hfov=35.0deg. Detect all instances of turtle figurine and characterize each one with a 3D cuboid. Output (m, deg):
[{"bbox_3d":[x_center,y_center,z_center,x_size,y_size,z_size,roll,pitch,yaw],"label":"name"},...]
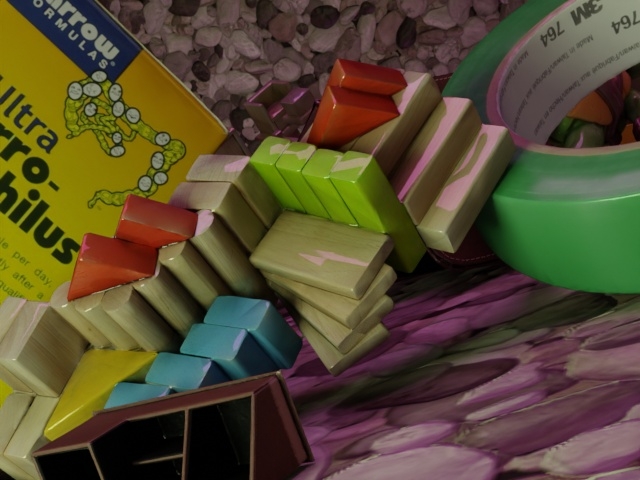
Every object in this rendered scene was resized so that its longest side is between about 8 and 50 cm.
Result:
[{"bbox_3d":[0.239,-0.132,0.867,0.266,0.198,0.275,-47,26,-24],"label":"turtle figurine"}]

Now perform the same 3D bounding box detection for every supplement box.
[{"bbox_3d":[-0.266,0.002,0.711,0.194,0.195,0.356,-14,37,56],"label":"supplement box"}]

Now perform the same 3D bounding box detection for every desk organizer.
[{"bbox_3d":[-0.074,0.103,0.489,0.130,0.047,0.050,-17,6,34],"label":"desk organizer"}]

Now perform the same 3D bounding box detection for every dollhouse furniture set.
[{"bbox_3d":[-0.023,-0.048,1.314,0.303,0.174,0.355,-46,33,-21],"label":"dollhouse furniture set"}]

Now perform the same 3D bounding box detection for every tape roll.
[{"bbox_3d":[0.233,-0.103,0.662,0.321,0.077,0.321,-24,31,15],"label":"tape roll"}]

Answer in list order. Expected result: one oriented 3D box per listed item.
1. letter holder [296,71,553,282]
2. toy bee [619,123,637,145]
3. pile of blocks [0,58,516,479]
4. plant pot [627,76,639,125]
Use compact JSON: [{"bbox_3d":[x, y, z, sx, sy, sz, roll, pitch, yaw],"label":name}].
[{"bbox_3d":[0.140,-0.037,1.005,0.302,0.214,0.152,-19,-30,-38],"label":"letter holder"},{"bbox_3d":[0.343,-0.123,1.347,0.195,0.162,0.298,-6,35,38],"label":"toy bee"},{"bbox_3d":[-0.055,0.014,0.581,0.362,0.112,0.149,-39,42,-4],"label":"pile of blocks"},{"bbox_3d":[0.526,-0.266,1.476,0.323,0.323,0.280,-21,21,-35],"label":"plant pot"}]
